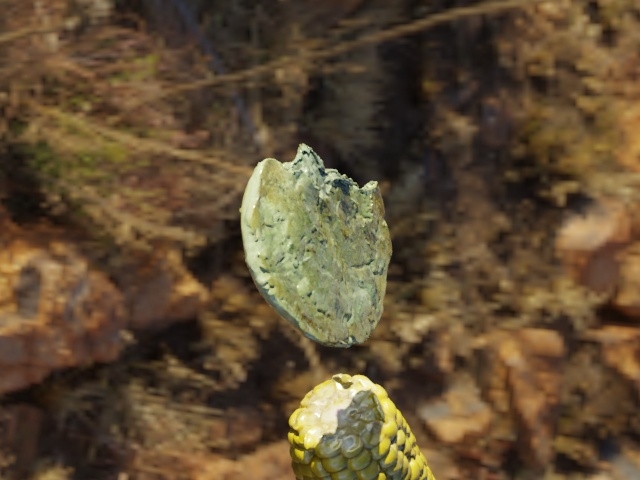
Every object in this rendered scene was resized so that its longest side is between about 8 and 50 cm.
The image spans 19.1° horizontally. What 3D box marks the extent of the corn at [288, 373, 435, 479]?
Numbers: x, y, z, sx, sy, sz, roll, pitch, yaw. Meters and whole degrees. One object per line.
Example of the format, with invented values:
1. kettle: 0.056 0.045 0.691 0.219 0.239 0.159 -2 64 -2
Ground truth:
1. corn: 0.048 0.211 1.312 0.101 0.101 0.310 -57 150 -27

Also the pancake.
1. pancake: 0.001 0.005 1.091 0.129 0.023 0.116 26 60 -46
